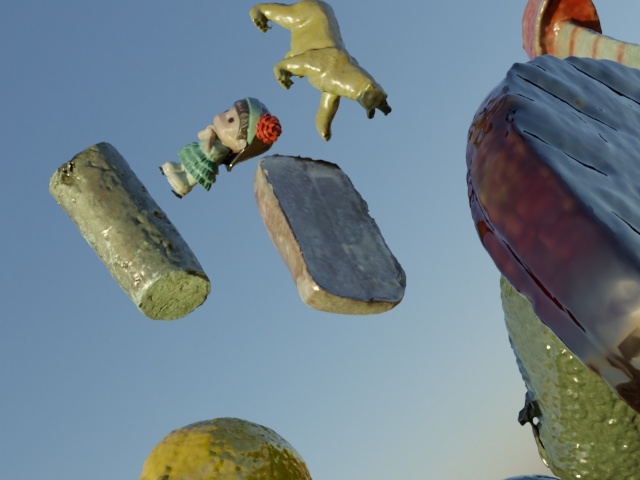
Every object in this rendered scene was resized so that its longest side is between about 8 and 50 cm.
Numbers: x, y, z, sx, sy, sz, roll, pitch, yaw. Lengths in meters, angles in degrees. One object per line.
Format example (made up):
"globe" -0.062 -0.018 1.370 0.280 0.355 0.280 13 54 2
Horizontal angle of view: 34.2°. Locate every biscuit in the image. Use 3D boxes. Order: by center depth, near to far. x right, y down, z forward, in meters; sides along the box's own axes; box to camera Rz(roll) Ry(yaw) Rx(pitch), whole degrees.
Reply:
"biscuit" 0.267 0.027 0.637 0.407 0.407 0.091 -17 -37 -52

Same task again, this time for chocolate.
"chocolate" 0.000 0.000 1.537 0.185 0.303 0.100 11 -53 -38

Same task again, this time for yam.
"yam" -0.177 -0.008 0.956 0.078 0.179 0.078 -32 -21 -14

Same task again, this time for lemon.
"lemon" -0.091 0.257 1.005 0.180 0.180 0.193 -40 -59 -2

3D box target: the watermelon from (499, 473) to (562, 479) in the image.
"watermelon" 0.264 0.412 1.292 0.242 0.242 0.242 -36 -18 -14

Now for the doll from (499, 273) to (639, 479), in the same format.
"doll" 0.333 0.116 1.183 0.247 0.247 0.350 -22 -70 -46

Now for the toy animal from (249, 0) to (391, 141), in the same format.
"toy animal" 0.002 -0.217 1.260 0.101 0.219 0.103 -32 -38 13

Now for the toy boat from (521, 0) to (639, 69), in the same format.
"toy boat" 0.345 -0.207 1.254 0.096 0.206 0.282 -24 23 -9

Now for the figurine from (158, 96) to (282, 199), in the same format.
"figurine" -0.186 -0.172 1.988 0.245 0.138 0.110 -37 -42 6
